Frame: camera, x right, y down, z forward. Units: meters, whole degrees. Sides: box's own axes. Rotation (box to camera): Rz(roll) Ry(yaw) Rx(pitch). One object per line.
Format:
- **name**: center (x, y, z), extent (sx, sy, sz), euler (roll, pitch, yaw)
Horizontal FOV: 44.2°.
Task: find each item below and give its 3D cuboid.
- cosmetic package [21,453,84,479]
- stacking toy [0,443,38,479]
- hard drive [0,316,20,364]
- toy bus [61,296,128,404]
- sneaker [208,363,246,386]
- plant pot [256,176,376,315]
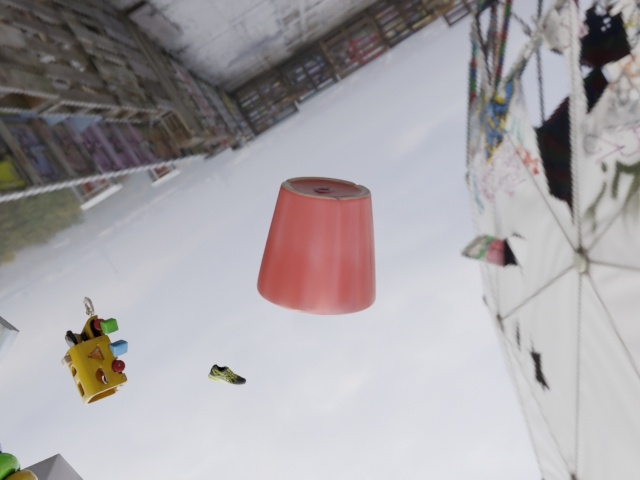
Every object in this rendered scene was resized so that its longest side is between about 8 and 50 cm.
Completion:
- **cosmetic package**: center (-0.442, 0.482, 1.216), extent (0.225, 0.224, 0.138), euler (-24, -155, 16)
- **stacking toy**: center (-0.429, 0.333, 1.035), extent (0.141, 0.330, 0.141), euler (-60, 174, -11)
- **hard drive**: center (-0.759, 0.275, 1.608), extent (0.307, 0.203, 0.040), euler (-61, 149, -4)
- **toy bus**: center (-0.494, 0.246, 1.674), extent (0.104, 0.191, 0.202), euler (-19, -152, -36)
- **sneaker**: center (-0.198, 0.289, 1.688), extent (0.031, 0.083, 0.035), euler (-103, -152, -72)
- **plant pot**: center (0.000, 0.000, 1.705), extent (0.275, 0.243, 0.275), euler (5, -163, -1)
